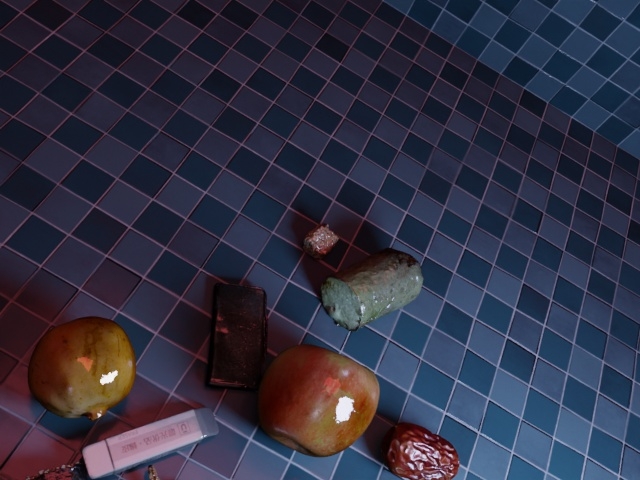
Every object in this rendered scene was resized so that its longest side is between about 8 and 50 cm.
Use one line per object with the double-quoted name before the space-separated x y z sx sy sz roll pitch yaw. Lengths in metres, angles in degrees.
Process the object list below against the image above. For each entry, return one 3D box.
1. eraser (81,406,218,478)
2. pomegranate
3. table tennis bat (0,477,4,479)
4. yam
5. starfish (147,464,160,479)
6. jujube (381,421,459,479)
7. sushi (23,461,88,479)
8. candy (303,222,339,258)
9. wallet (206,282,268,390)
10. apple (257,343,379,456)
"eraser" -0.429 0.516 1.731 0.351 0.061 0.089 -15 67 -28
"pomegranate" -0.589 0.321 1.669 0.264 0.264 0.265 10 58 -16
"table tennis bat" -0.752 0.605 1.526 0.246 0.022 0.138 7 60 8
"yam" 0.170 0.147 2.116 0.300 0.195 0.195 -24 72 -30
"starfish" -0.402 0.672 1.656 0.238 0.057 0.213 54 51 -7
"jujube" 0.285 0.609 1.913 0.230 0.155 0.155 19 55 -18
"sushi" -0.631 0.581 1.595 0.150 0.091 0.078 -13 62 -25
"candy" 0.000 0.000 2.200 0.095 0.085 0.110 40 64 -3
"wallet" -0.239 0.277 1.960 0.172 0.045 0.318 7 59 -15
"apple" -0.013 0.433 1.803 0.319 0.319 0.277 24 75 -7
